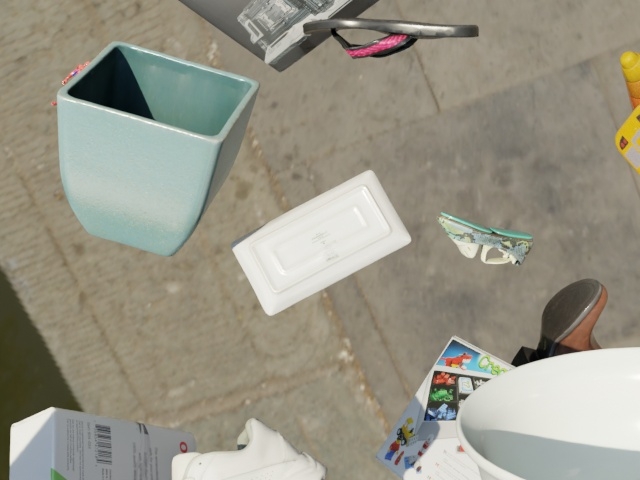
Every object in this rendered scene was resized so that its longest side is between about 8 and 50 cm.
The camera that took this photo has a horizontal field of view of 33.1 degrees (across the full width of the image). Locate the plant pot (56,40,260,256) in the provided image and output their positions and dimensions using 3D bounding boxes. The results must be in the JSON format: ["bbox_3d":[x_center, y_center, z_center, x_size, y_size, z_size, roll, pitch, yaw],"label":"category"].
[{"bbox_3d":[-0.258,-0.124,1.667,0.248,0.247,0.252,16,120,3],"label":"plant pot"}]

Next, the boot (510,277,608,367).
[{"bbox_3d":[0.507,0.205,1.880,0.280,0.096,0.264,18,115,-17],"label":"boot"}]

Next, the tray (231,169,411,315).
[{"bbox_3d":[0.000,0.000,1.773,0.270,0.030,0.145,-28,77,-4],"label":"tray"}]

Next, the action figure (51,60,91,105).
[{"bbox_3d":[-0.439,-0.276,1.922,0.038,0.030,0.115,46,117,9],"label":"action figure"}]

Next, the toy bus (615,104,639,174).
[{"bbox_3d":[0.569,-0.182,1.464,0.130,0.332,0.108,52,156,18],"label":"toy bus"}]

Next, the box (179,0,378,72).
[{"bbox_3d":[-0.060,-0.380,1.456,0.242,0.076,0.307,-33,147,20],"label":"box"}]

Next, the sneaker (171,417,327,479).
[{"bbox_3d":[-0.105,0.247,0.944,0.115,0.232,0.090,42,141,12],"label":"sneaker"}]

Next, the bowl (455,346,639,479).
[{"bbox_3d":[0.261,0.197,0.861,0.298,0.298,0.134,-5,105,9],"label":"bowl"}]

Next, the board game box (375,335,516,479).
[{"bbox_3d":[0.202,0.244,1.286,0.053,0.305,0.193,36,86,-27],"label":"board game box"}]

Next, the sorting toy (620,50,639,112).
[{"bbox_3d":[0.540,-0.364,1.712,0.126,0.365,0.127,31,156,-34],"label":"sorting toy"}]

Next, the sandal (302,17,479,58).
[{"bbox_3d":[0.066,-0.198,1.066,0.179,0.067,0.040,7,104,15],"label":"sandal"}]

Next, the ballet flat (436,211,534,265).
[{"bbox_3d":[0.263,0.004,1.745,0.188,0.070,0.070,13,117,-25],"label":"ballet flat"}]

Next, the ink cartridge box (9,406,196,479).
[{"bbox_3d":[-0.319,0.376,1.614,0.115,0.198,0.273,-26,148,35],"label":"ink cartridge box"}]
